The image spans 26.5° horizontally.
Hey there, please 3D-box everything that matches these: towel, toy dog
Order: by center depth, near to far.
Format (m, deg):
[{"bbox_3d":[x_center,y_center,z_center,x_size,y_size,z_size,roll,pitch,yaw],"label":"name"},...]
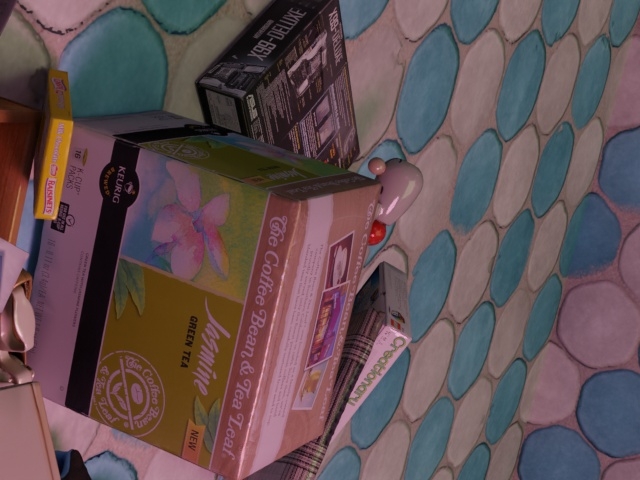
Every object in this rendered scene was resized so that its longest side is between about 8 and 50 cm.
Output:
[{"bbox_3d":[0.000,0.000,2.018,0.161,0.220,0.333,40,61,-26],"label":"toy dog"},{"bbox_3d":[-0.034,0.241,2.038,0.312,0.056,0.324,-65,-166,-14],"label":"towel"}]

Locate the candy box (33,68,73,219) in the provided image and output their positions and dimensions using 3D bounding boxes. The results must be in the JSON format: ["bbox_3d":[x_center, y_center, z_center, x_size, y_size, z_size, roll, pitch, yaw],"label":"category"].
[{"bbox_3d":[-0.278,-0.104,1.406,0.206,0.027,0.105,-119,-142,-66],"label":"candy box"}]

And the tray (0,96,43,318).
[{"bbox_3d":[-0.410,0.058,1.361,0.203,0.076,0.411,-8,116,-61],"label":"tray"}]

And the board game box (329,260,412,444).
[{"bbox_3d":[0.035,0.198,2.104,0.305,0.053,0.193,-55,-165,25],"label":"board game box"}]

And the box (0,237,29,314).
[{"bbox_3d":[-0.383,0.043,1.269,0.159,0.044,0.233,-66,154,-9],"label":"box"}]

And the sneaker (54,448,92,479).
[{"bbox_3d":[-0.393,0.340,1.578,0.341,0.125,0.139,-11,90,-57],"label":"sneaker"}]

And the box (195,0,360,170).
[{"bbox_3d":[-0.048,-0.167,1.893,0.242,0.076,0.307,-52,149,-32],"label":"box"}]

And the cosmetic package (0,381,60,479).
[{"bbox_3d":[-0.324,0.303,1.282,0.113,0.160,0.309,-7,83,-62],"label":"cosmetic package"}]

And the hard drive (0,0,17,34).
[{"bbox_3d":[-0.340,-0.254,1.240,0.172,0.054,0.254,70,31,-53],"label":"hard drive"}]

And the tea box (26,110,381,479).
[{"bbox_3d":[-0.142,0.050,1.578,0.220,0.323,0.329,-17,122,-63],"label":"tea box"}]

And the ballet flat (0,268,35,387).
[{"bbox_3d":[-0.354,0.126,1.513,0.080,0.073,0.232,-34,136,-50],"label":"ballet flat"}]
